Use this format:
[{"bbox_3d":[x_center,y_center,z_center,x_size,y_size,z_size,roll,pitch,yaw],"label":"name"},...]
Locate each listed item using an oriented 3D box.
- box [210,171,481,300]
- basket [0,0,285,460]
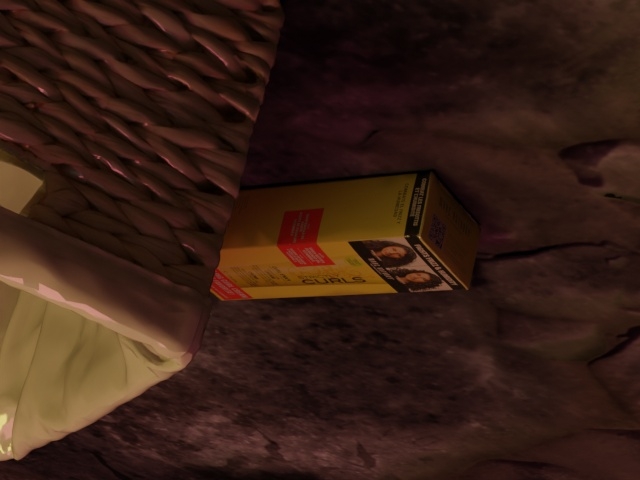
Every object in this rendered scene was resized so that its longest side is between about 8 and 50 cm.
[{"bbox_3d":[0.000,0.000,1.187,0.232,0.058,0.087,-3,149,33],"label":"box"},{"bbox_3d":[-0.244,-0.058,0.969,0.328,0.266,0.331,26,153,-21],"label":"basket"}]
